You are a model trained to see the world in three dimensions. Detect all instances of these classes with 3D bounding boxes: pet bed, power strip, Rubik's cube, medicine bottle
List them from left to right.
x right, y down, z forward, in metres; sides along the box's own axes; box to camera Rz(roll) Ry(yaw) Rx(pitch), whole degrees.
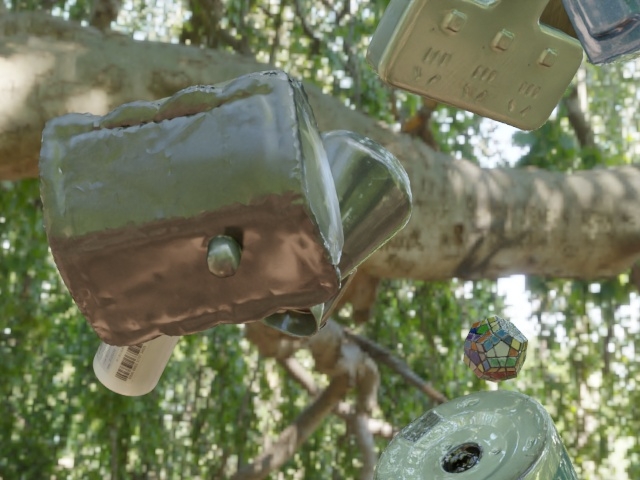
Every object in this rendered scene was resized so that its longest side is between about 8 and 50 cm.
[{"bbox_3d":[-0.256,0.130,1.421,0.103,0.103,0.186,9,-55,-31],"label":"medicine bottle"},{"bbox_3d":[-0.098,-0.024,0.742,0.211,0.183,0.159,-11,12,9],"label":"pet bed"},{"bbox_3d":[0.197,-0.239,1.109,0.265,0.193,0.059,11,28,-34],"label":"power strip"},{"bbox_3d":[0.287,0.180,1.603,0.111,0.093,0.111,29,20,-12],"label":"Rubik's cube"}]

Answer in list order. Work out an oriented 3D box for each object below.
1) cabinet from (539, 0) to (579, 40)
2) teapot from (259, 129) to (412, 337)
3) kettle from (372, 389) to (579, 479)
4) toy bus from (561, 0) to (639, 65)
[{"bbox_3d":[0.254,-0.339,1.310,0.215,0.148,0.175,5,12,-23],"label":"cabinet"},{"bbox_3d":[0.000,0.000,1.797,0.253,0.344,0.300,17,-33,32],"label":"teapot"},{"bbox_3d":[0.240,0.397,1.330,0.247,0.342,0.319,-33,22,-10],"label":"kettle"},{"bbox_3d":[0.247,-0.264,0.804,0.134,0.234,0.116,-26,3,-30],"label":"toy bus"}]
